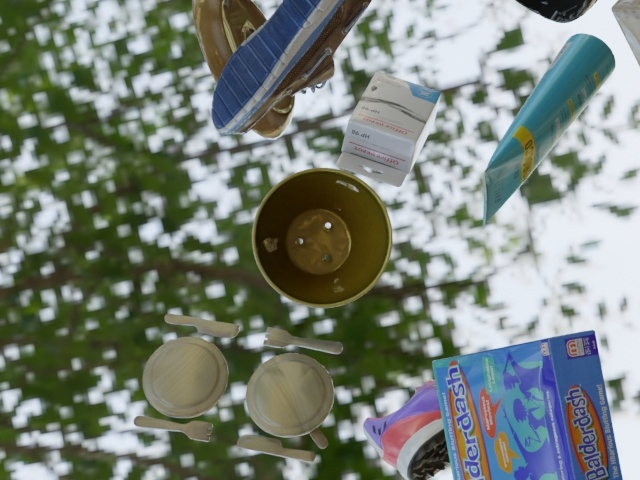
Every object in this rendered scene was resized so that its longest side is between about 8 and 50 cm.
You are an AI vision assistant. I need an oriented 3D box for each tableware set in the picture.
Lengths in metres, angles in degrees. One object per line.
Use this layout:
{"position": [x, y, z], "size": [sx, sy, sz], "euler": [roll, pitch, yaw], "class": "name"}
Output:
{"position": [-0.080, 0.148, 1.661], "size": [0.039, 0.194, 0.128], "euler": [75, -153, -62], "class": "tableware set"}

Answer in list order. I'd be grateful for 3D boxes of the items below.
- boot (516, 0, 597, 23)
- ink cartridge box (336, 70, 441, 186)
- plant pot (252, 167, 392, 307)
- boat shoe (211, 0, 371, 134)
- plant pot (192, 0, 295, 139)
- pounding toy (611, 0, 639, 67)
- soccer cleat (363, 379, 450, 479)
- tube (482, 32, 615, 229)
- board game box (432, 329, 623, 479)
{"position": [0.202, -0.298, 1.409], "size": [0.263, 0.091, 0.229], "euler": [46, -129, 12], "class": "boot"}
{"position": [0.098, -0.160, 2.393], "size": [0.180, 0.104, 0.060], "euler": [-62, -11, -50], "class": "ink cartridge box"}
{"position": [0.000, 0.000, 1.641], "size": [0.095, 0.134, 0.134], "euler": [124, 134, -86], "class": "plant pot"}
{"position": [-0.019, -0.154, 1.406], "size": [0.066, 0.183, 0.066], "euler": [24, -153, -39], "class": "boat shoe"}
{"position": [-0.096, -0.251, 2.282], "size": [0.236, 0.032, 0.236], "euler": [51, -154, -37], "class": "plant pot"}
{"position": [0.442, -0.243, 1.823], "size": [0.206, 0.094, 0.181], "euler": [-46, -58, -22], "class": "pounding toy"}
{"position": [0.203, 0.222, 2.375], "size": [0.318, 0.116, 0.109], "euler": [-31, -41, -30], "class": "soccer cleat"}
{"position": [0.196, -0.104, 1.510], "size": [0.207, 0.052, 0.080], "euler": [-51, -31, -30], "class": "tube"}
{"position": [0.168, 0.164, 1.375], "size": [0.210, 0.047, 0.160], "euler": [156, 105, -67], "class": "board game box"}
